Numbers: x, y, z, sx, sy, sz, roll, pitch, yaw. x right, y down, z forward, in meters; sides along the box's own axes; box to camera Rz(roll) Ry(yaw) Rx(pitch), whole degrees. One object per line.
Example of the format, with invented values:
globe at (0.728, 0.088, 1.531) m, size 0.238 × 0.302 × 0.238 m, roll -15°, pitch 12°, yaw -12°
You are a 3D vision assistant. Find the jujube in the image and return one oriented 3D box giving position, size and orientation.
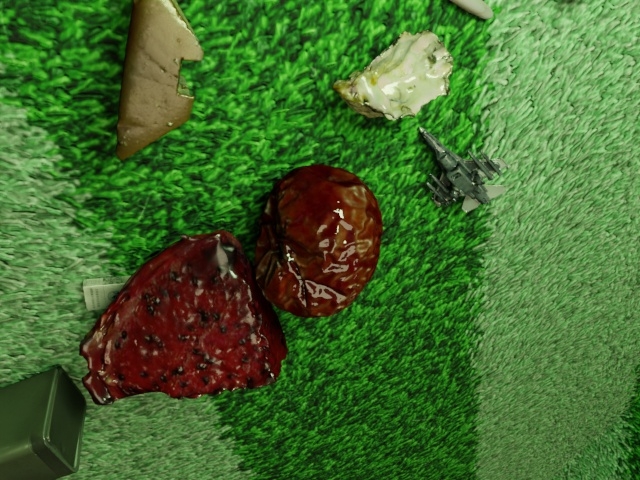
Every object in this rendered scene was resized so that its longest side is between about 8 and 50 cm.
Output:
jujube at (0.000, 0.000, 0.762) m, size 0.213 × 0.213 × 0.232 m, roll 3°, pitch 118°, yaw -24°

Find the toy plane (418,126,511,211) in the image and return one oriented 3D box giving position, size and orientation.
toy plane at (0.259, -0.125, 0.872) m, size 0.234 × 0.082 × 0.160 m, roll 30°, pitch 134°, yaw -35°

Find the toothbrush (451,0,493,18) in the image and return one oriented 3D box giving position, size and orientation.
toothbrush at (0.149, -0.390, 0.672) m, size 0.307 × 0.029 × 0.025 m, roll 12°, pitch 111°, yaw -29°

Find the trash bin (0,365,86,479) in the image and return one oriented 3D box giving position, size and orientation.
trash bin at (-0.557, 0.350, 0.801) m, size 0.241 × 0.164 × 0.122 m, roll -18°, pitch 127°, yaw -10°

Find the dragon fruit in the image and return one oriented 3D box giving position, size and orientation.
dragon fruit at (-0.247, 0.129, 0.824) m, size 0.329 × 0.228 × 0.286 m, roll -18°, pitch 102°, yaw 7°

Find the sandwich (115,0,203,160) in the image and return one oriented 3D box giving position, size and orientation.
sandwich at (-0.206, -0.223, 0.602) m, size 0.088 × 0.090 × 0.244 m, roll 8°, pitch 116°, yaw -22°

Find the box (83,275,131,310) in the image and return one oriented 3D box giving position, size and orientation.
box at (-0.357, 0.090, 0.795) m, size 0.083 × 0.024 × 0.054 m, roll -3°, pitch 122°, yaw -20°

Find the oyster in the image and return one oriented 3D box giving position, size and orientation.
oyster at (0.123, -0.253, 0.739) m, size 0.209 × 0.072 × 0.133 m, roll -45°, pitch 124°, yaw -15°
